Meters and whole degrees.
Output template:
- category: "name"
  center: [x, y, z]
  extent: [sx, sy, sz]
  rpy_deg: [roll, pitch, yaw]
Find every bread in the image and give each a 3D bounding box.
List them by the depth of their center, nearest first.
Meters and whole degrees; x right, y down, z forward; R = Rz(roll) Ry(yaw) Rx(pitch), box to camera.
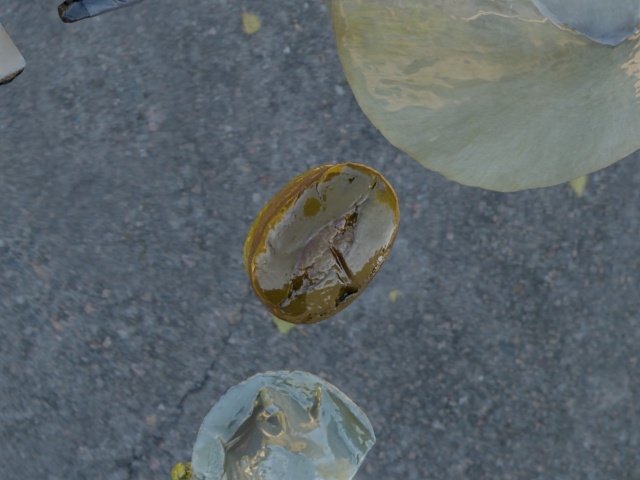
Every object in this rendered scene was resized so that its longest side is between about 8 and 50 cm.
- category: "bread"
  center: [0.000, 0.000, 1.472]
  extent: [0.195, 0.142, 0.270]
  rpy_deg: [42, 86, -23]

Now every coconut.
- category: "coconut"
  center: [0.134, -0.182, 0.636]
  extent: [0.328, 0.329, 0.329]
  rpy_deg: [-2, 95, -28]

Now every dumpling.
- category: "dumpling"
  center: [-0.067, 0.305, 1.335]
  extent: [0.227, 0.175, 0.243]
  rpy_deg: [48, 69, -5]

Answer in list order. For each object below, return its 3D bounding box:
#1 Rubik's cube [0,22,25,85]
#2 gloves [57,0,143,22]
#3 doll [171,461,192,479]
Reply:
- category: "Rubik's cube"
  center: [-0.371, -0.112, 0.566]
  extent: [0.284, 0.234, 0.250]
  rpy_deg: [67, 27, -56]
- category: "gloves"
  center: [-0.260, -0.361, 1.243]
  extent: [0.285, 0.119, 0.142]
  rpy_deg: [-14, 123, -22]
- category: "doll"
  center: [-0.149, 0.402, 1.561]
  extent: [0.096, 0.145, 0.188]
  rpy_deg: [-53, 160, 18]
